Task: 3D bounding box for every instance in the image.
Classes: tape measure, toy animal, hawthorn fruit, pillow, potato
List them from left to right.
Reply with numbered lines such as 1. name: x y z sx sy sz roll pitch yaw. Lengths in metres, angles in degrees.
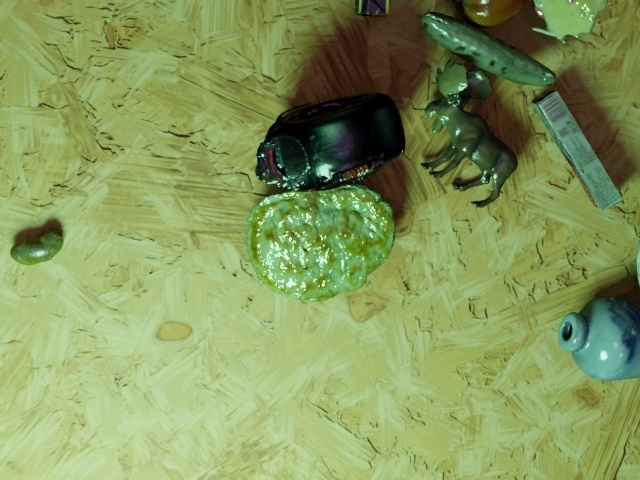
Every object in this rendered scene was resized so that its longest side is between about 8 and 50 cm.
1. potato: -0.464 0.014 1.525 0.092 0.045 0.046 -22 66 -2
2. tape measure: 0.021 -0.150 1.446 0.223 0.202 0.135 -14 102 13
3. toy animal: 0.241 -0.180 1.521 0.214 0.094 0.186 34 102 -17
4. pillow: 0.263 -0.302 1.489 0.241 0.093 0.051 23 93 -9
5. hawthorn fruit: 0.263 -0.399 1.460 0.128 0.128 0.128 -1 101 -4

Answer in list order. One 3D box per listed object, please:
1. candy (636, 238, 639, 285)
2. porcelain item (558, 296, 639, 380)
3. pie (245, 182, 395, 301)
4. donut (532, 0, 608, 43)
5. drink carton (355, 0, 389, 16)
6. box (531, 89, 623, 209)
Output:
1. candy: 0.598 0.001 1.508 0.157 0.214 0.289 -1 96 -3
2. porcelain item: 0.533 0.177 1.585 0.259 0.141 0.141 13 100 -15
3. pie: 0.000 0.000 1.533 0.248 0.090 0.201 -6 112 -3
4. donut: 0.508 -0.470 1.431 0.371 0.150 0.307 -6 98 -10
5. drink carton: 0.086 -0.438 1.461 0.056 0.071 0.165 1 102 -1
6. box: 0.427 -0.150 1.548 0.040 0.055 0.218 -34 101 4
